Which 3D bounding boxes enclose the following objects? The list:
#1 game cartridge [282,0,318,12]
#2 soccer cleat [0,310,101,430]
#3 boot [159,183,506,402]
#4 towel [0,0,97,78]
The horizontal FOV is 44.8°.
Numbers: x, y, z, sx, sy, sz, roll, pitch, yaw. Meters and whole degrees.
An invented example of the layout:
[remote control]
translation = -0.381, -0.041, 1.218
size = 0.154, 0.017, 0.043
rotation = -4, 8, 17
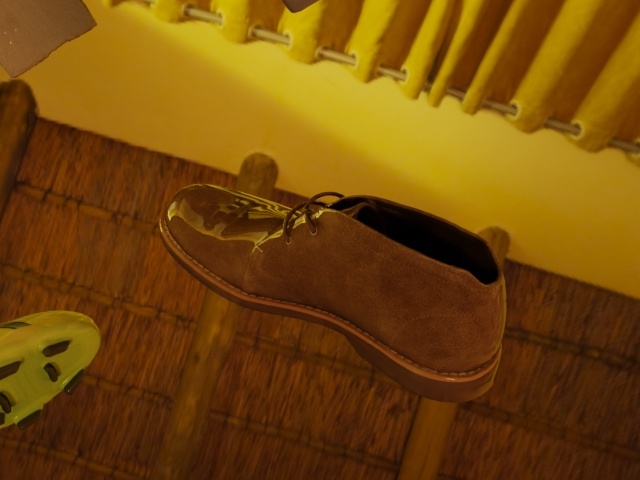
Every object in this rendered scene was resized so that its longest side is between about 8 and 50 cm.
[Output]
[game cartridge]
translation = -0.105, -0.350, 0.575
size = 0.068, 0.230, 0.355
rotation = -30, -127, 7
[soccer cleat]
translation = -0.313, 0.113, 0.592
size = 0.289, 0.093, 0.121
rotation = -27, -127, -9
[boot]
translation = 0.000, 0.000, 0.585
size = 0.305, 0.115, 0.112
rotation = 23, -136, 27
[towel]
translation = -0.536, -0.431, 1.303
size = 0.187, 0.282, 0.049
rotation = -33, -146, 1
